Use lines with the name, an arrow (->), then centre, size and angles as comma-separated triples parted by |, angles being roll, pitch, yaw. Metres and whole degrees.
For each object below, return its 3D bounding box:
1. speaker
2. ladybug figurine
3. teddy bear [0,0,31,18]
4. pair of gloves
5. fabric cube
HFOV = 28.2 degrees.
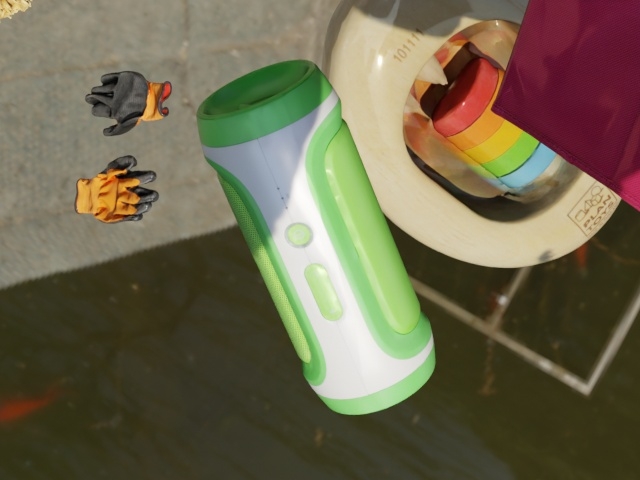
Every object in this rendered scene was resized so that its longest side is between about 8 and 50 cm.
speaker -> 0.000, 0.000, 1.097 | 0.131, 0.131, 0.296 | -36, 115, -28
ladybug figurine -> 0.168, -0.143, 1.388 | 0.449, 0.162, 0.305 | 38, 93, -35
teddy bear -> -0.236, -0.246, 0.854 | 0.113, 0.338, 0.245 | 9, 114, -6
pair of gloves -> -0.109, -0.050, 0.687 | 0.010, 0.074, 0.083 | 8, 89, -43
fabric cube -> 0.327, -0.167, 0.944 | 0.254, 0.259, 0.258 | -16, 134, -39
